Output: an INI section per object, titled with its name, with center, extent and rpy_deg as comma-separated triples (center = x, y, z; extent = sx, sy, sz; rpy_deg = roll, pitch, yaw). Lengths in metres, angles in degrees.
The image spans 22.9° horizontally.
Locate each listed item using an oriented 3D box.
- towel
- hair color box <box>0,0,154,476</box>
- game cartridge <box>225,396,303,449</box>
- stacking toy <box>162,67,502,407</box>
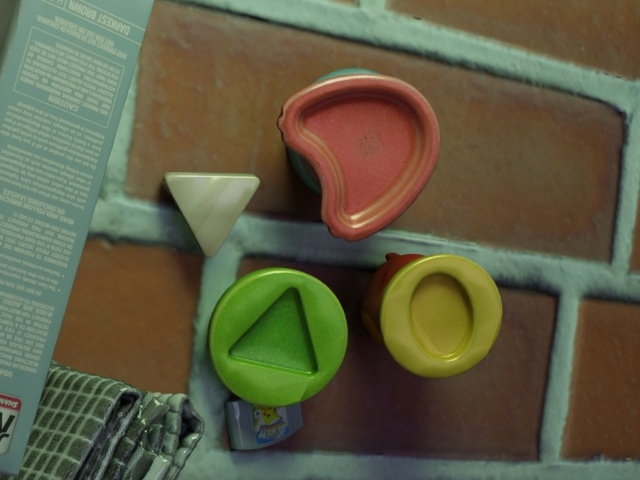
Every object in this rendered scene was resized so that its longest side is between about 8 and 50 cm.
[towel]
center = -0.238, 0.220, 1.216
extent = 0.121, 0.235, 0.283
rpy_deg = 38, 69, -28
[hair color box]
center = -0.268, -0.026, 1.200
extent = 0.114, 0.185, 0.374
rpy_deg = 22, 80, -39
[game cartridge]
center = -0.052, 0.167, 1.503
extent = 0.083, 0.017, 0.056
rpy_deg = -17, 108, -37
[stacking toy]
center = 0.000, 0.000, 1.508
extent = 0.280, 0.130, 0.309
rpy_deg = -19, 104, -10
